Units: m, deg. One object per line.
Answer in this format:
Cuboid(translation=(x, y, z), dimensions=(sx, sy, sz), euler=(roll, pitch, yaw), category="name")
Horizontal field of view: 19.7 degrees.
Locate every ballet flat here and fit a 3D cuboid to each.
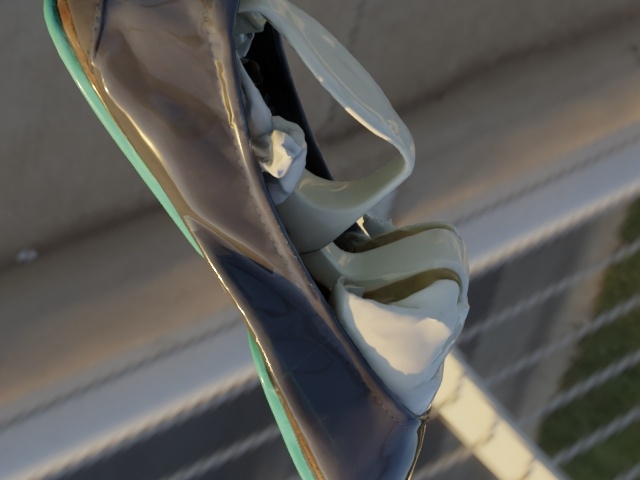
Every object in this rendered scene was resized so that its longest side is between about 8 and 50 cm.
Cuboid(translation=(0.000, 0.000, 0.498), dimensions=(0.074, 0.074, 0.203), euler=(-37, 121, -16), category="ballet flat")
